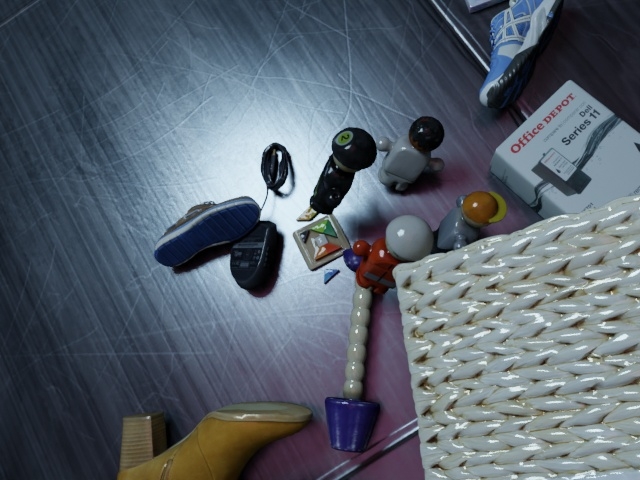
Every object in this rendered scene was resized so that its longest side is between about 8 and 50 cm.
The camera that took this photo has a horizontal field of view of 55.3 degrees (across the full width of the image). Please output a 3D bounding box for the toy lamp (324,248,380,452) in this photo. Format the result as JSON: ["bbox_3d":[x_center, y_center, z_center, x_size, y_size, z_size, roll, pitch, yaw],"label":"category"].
[{"bbox_3d":[0.052,0.151,0.854,0.080,0.080,0.274,4,79,11],"label":"toy lamp"}]

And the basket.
[{"bbox_3d":[0.298,0.127,0.641,0.331,0.328,0.266,-19,70,32],"label":"basket"}]

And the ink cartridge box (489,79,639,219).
[{"bbox_3d":[0.363,-0.095,0.845,0.153,0.087,0.208,-44,73,-2],"label":"ink cartridge box"}]

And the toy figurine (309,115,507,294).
[{"bbox_3d":[0.113,-0.057,0.815,0.210,0.148,0.213,-19,69,-29],"label":"toy figurine"}]

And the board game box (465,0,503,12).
[{"bbox_3d":[0.266,-0.418,0.970,0.090,0.020,0.090,-18,74,6],"label":"board game box"}]

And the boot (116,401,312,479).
[{"bbox_3d":[-0.143,0.340,0.847,0.295,0.104,0.211,-8,82,12],"label":"boot"}]

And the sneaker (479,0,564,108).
[{"bbox_3d":[0.285,-0.287,0.915,0.081,0.080,0.211,26,74,21],"label":"sneaker"}]

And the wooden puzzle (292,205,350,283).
[{"bbox_3d":[0.000,0.000,0.931,0.079,0.014,0.116,-34,74,2],"label":"wooden puzzle"}]

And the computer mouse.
[{"bbox_3d":[-0.085,-0.039,0.948,0.071,0.041,0.242,2,72,37],"label":"computer mouse"}]

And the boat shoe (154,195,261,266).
[{"bbox_3d":[-0.176,-0.028,0.936,0.183,0.066,0.066,-23,39,12],"label":"boat shoe"}]
